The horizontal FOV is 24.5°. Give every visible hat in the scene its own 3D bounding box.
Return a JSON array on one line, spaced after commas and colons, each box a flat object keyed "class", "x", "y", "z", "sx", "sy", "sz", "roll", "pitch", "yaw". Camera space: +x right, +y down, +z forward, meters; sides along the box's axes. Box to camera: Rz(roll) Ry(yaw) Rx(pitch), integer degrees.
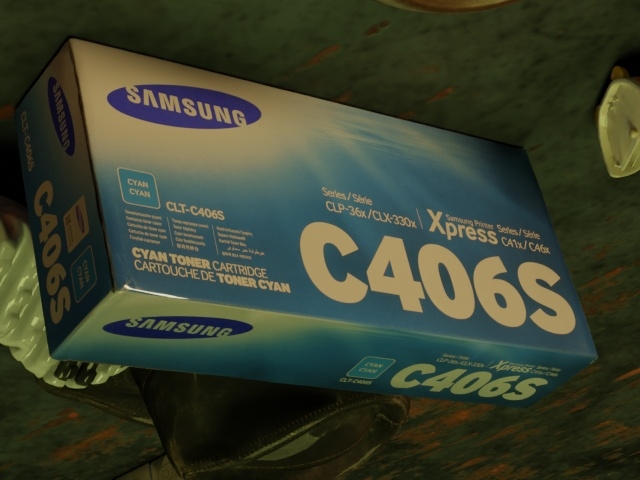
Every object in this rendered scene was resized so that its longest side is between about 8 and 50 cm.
[{"class": "hat", "x": -0.037, "y": 0.114, "z": 1.086, "sx": 0.331, "sy": 0.134, "sz": 0.331, "roll": -11, "pitch": 151, "yaw": -6}]

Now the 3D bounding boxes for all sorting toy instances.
[{"class": "sorting toy", "x": 0.223, "y": -0.088, "z": 0.956, "sx": 0.075, "sy": 0.045, "sz": 0.083, "roll": -13, "pitch": 150, "yaw": -17}]

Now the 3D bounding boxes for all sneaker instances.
[{"class": "sneaker", "x": -0.193, "y": 0.011, "z": 0.876, "sx": 0.110, "sy": 0.118, "sz": 0.292, "roll": -58, "pitch": 148, "yaw": 6}]

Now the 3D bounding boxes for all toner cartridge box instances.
[{"class": "toner cartridge box", "x": 0.000, "y": 0.000, "z": 0.878, "sx": 0.348, "sy": 0.165, "sz": 0.075, "roll": 9, "pitch": 141, "yaw": -36}]

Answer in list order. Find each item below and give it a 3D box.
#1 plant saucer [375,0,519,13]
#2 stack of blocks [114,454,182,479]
[{"class": "plant saucer", "x": 0.086, "y": -0.175, "z": 0.751, "sx": 0.198, "sy": 0.036, "sz": 0.198, "roll": -10, "pitch": 150, "yaw": -6}, {"class": "stack of blocks", "x": -0.204, "y": 0.291, "z": 1.350, "sx": 0.297, "sy": 0.087, "sz": 0.171, "roll": -28, "pitch": 148, "yaw": 22}]
